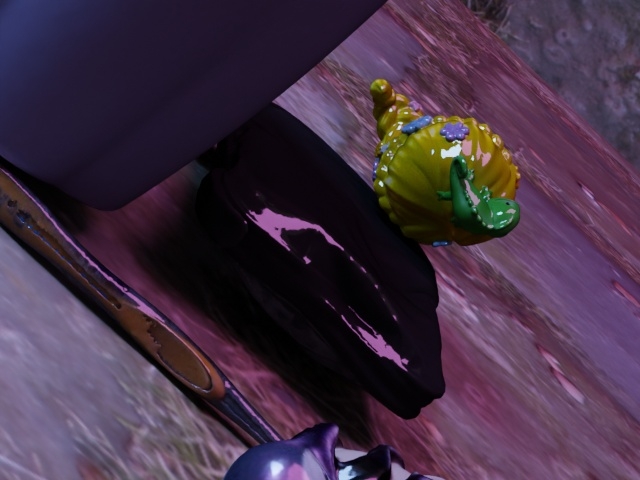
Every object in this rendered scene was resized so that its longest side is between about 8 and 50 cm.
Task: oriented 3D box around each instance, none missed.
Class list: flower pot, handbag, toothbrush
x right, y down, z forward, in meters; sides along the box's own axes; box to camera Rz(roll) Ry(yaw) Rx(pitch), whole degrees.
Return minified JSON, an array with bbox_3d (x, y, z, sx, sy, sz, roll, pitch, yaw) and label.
[{"bbox_3d":[-0.106,-0.160,1.022,0.265,0.243,0.265,41,4,-4],"label":"flower pot"},{"bbox_3d":[0.000,0.001,1.215,0.191,0.075,0.332,46,12,-10],"label":"handbag"},{"bbox_3d":[-0.080,0.054,0.977,0.321,0.023,0.031,44,5,0],"label":"toothbrush"}]

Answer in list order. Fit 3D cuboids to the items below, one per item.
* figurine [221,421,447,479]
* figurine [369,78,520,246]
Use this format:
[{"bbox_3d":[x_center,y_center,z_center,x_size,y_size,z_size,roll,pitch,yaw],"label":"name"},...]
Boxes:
[{"bbox_3d":[0.007,0.152,0.778,0.145,0.145,0.222,52,10,26],"label":"figurine"},{"bbox_3d":[0.077,-0.053,1.289,0.115,0.095,0.156,56,1,-18],"label":"figurine"}]
